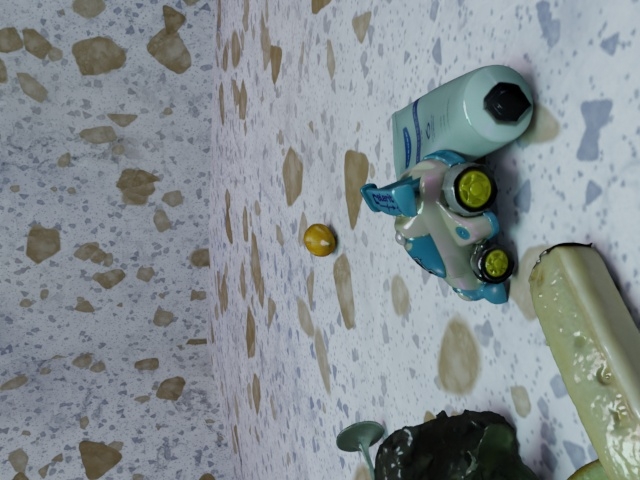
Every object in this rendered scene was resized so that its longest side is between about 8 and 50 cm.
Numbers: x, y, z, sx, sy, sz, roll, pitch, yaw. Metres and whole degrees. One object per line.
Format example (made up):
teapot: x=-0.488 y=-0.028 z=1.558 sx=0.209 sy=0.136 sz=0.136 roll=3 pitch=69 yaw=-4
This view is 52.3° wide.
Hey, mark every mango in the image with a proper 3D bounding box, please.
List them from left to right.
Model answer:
mango: x=0.000 y=0.000 z=1.160 sx=0.089 sy=0.046 sz=0.060 roll=-167 pitch=74 yaw=-68

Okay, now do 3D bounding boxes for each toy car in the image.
toy car: x=0.114 y=-0.003 z=0.652 sx=0.126 sy=0.098 sz=0.161 roll=-156 pitch=47 yaw=-72

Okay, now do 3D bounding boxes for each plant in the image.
plant: x=0.130 y=0.238 z=0.636 sx=0.203 sy=0.131 sz=0.142 roll=129 pitch=138 yaw=-64

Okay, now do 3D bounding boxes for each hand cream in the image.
hand cream: x=0.133 y=-0.117 z=0.717 sx=0.321 sy=0.067 sz=0.109 roll=175 pitch=90 yaw=-81

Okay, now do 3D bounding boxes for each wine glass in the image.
wine glass: x=0.083 y=0.355 z=0.908 sx=0.195 sy=0.079 sz=0.079 roll=-112 pitch=24 yaw=-48

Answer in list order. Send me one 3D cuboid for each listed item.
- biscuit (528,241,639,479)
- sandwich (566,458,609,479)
biscuit: x=0.208 y=0.085 z=0.473 sx=0.056 sy=0.052 sz=0.188 roll=119 pitch=148 yaw=-45
sandwich: x=0.200 y=0.284 z=0.485 sx=0.090 sy=0.088 sz=0.244 roll=-166 pitch=73 yaw=-72
